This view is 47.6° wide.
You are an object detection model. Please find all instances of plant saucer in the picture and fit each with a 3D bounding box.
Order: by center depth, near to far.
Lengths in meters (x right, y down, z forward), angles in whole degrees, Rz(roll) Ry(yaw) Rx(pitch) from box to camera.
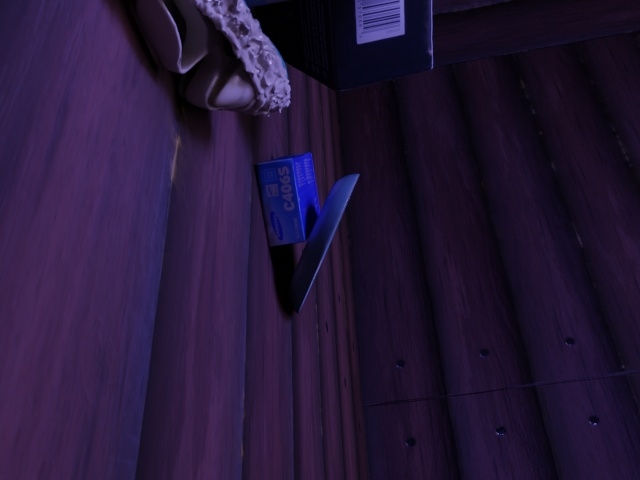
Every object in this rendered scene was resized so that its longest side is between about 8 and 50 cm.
[{"bbox_3d":[0.000,0.000,1.515,0.317,0.043,0.318,23,90,-88],"label":"plant saucer"}]

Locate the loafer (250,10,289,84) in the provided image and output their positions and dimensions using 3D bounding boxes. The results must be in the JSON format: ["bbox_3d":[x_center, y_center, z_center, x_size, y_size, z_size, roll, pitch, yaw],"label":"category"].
[{"bbox_3d":[-0.109,-0.361,1.456,0.223,0.076,0.078,64,26,-57],"label":"loafer"}]

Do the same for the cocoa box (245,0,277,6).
[{"bbox_3d":[-0.038,-0.469,1.024,0.231,0.346,0.228,-68,150,-78],"label":"cocoa box"}]

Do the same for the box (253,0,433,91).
[{"bbox_3d":[0.025,-0.492,1.391,0.395,0.211,0.294,45,-34,52],"label":"box"}]

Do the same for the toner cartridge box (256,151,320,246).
[{"bbox_3d":[-0.060,-0.097,1.541,0.348,0.075,0.165,-58,138,-80],"label":"toner cartridge box"}]

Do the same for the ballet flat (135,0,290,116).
[{"bbox_3d":[-0.148,-0.247,0.900,0.409,0.146,0.147,61,21,-64],"label":"ballet flat"}]
